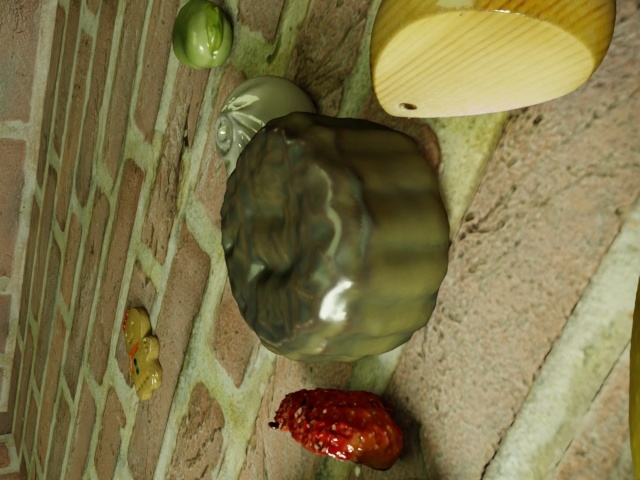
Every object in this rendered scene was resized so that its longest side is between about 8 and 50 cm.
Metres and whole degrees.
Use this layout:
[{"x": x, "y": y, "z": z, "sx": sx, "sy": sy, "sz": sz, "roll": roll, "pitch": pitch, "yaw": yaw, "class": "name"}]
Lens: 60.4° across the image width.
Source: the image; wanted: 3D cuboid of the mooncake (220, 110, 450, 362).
[{"x": 0.000, "y": 0.000, "z": 0.635, "sx": 0.290, "sy": 0.161, "sz": 0.290, "roll": 0, "pitch": 90, "yaw": 54, "class": "mooncake"}]

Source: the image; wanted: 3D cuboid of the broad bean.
[{"x": -0.218, "y": -0.367, "z": 0.982, "sx": 0.174, "sy": 0.082, "sz": 0.124, "roll": 36, "pitch": 119, "yaw": 45, "class": "broad bean"}]

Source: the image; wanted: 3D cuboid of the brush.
[{"x": 0.131, "y": -0.214, "z": 0.485, "sx": 0.266, "sy": 0.174, "sz": 0.166, "roll": 172, "pitch": 111, "yaw": -67, "class": "brush"}]

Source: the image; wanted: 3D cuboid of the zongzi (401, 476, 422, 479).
[{"x": 0.038, "y": 0.463, "z": 0.575, "sx": 0.360, "sy": 0.160, "sz": 0.323, "roll": -47, "pitch": 53, "yaw": 40, "class": "zongzi"}]

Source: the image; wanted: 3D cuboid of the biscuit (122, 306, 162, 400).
[{"x": -0.417, "y": 0.248, "z": 1.264, "sx": 0.166, "sy": 0.036, "sz": 0.226, "roll": -48, "pitch": 53, "yaw": 42, "class": "biscuit"}]

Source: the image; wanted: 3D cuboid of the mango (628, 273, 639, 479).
[{"x": 0.292, "y": 0.034, "z": 0.218, "sx": 0.301, "sy": 0.220, "sz": 0.445, "roll": 12, "pitch": 96, "yaw": 54, "class": "mango"}]

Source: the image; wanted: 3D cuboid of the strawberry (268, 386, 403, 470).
[{"x": 0.013, "y": 0.208, "z": 0.649, "sx": 0.188, "sy": 0.121, "sz": 0.082, "roll": 5, "pitch": 74, "yaw": 51, "class": "strawberry"}]

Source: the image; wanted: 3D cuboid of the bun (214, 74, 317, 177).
[{"x": -0.090, "y": -0.151, "z": 0.787, "sx": 0.172, "sy": 0.120, "sz": 0.173, "roll": 0, "pitch": 90, "yaw": 50, "class": "bun"}]
